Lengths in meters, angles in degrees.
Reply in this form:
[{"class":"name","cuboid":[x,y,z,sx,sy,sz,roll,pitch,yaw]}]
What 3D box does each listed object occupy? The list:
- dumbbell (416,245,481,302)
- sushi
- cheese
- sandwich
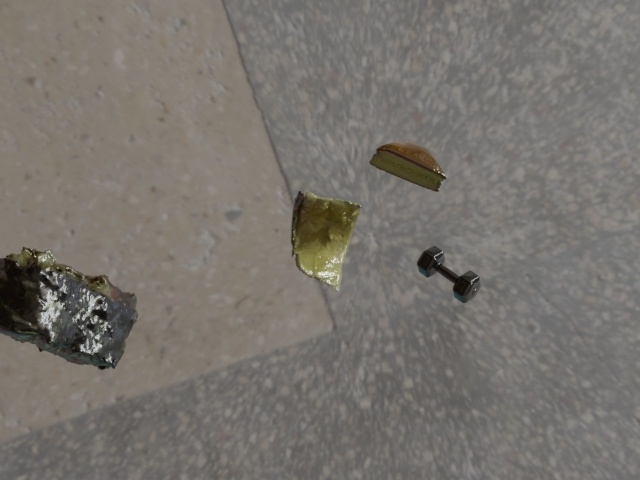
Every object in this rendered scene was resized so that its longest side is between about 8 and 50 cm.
[{"class":"dumbbell","cuboid":[0.160,0.042,1.282,0.083,0.040,0.036,37,74,29]},{"class":"sushi","cuboid":[-0.332,0.081,1.279,0.147,0.212,0.115,2,72,38]},{"class":"cheese","cuboid":[0.000,0.001,0.946,0.060,0.041,0.084,10,87,-9]},{"class":"sandwich","cuboid":[0.099,-0.086,1.126,0.083,0.044,0.031,25,129,1]}]
